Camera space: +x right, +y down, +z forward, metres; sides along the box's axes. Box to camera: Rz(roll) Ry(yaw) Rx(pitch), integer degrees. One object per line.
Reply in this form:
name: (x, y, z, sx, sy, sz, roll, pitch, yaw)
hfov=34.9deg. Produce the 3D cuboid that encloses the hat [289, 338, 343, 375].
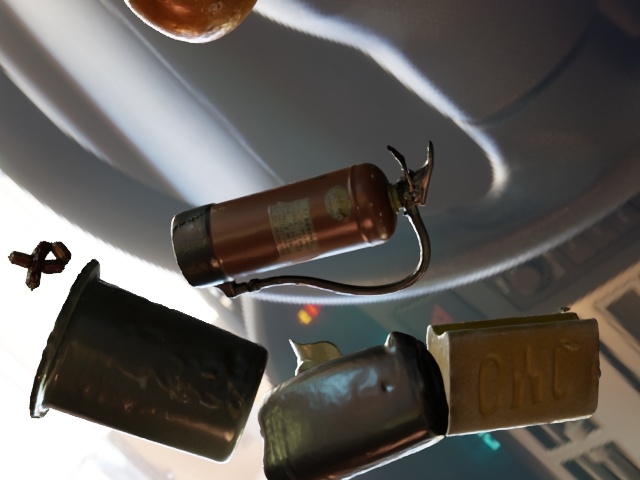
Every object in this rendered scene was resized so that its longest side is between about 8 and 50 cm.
hat: (0.008, 0.239, 1.881, 0.122, 0.081, 0.166, -1, 139, 25)

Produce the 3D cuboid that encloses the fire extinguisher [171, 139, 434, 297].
fire extinguisher: (-0.001, -0.009, 1.405, 0.113, 0.376, 0.200, -91, -20, -45)

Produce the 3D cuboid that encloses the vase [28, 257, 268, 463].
vase: (-0.232, 0.182, 1.440, 0.291, 0.245, 0.245, 19, 172, -2)

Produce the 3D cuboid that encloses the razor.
razor: (0.022, 0.128, 0.748, 0.054, 0.148, 0.090, 30, -138, -49)

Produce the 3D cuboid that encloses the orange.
orange: (-0.211, -0.436, 1.630, 0.240, 0.240, 0.171, 48, 169, -21)

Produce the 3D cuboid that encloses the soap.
soap: (0.304, 0.206, 1.610, 0.089, 0.274, 0.173, -164, 72, -68)

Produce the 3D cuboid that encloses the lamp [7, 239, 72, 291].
lamp: (-0.367, 0.028, 1.351, 0.063, 0.083, 0.031, 53, 132, 10)
